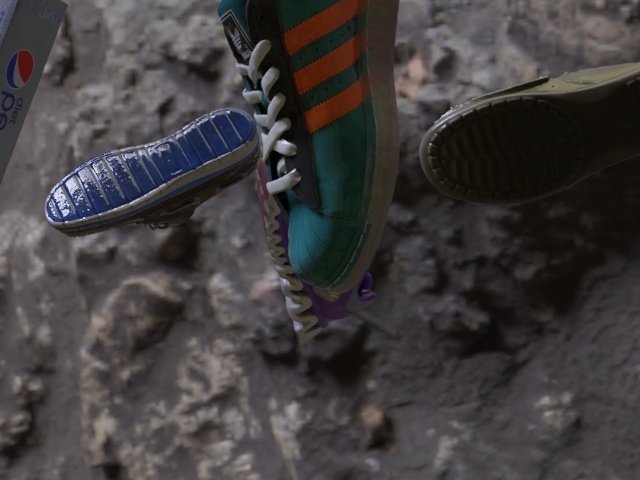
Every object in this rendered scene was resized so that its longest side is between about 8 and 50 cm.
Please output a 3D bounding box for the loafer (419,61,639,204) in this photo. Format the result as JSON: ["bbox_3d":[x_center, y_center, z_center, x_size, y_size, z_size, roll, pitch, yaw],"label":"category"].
[{"bbox_3d":[0.120,-0.056,0.632,0.050,0.148,0.056,-120,18,-78],"label":"loafer"}]

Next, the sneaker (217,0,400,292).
[{"bbox_3d":[-0.016,-0.117,0.860,0.108,0.121,0.302,167,107,-69],"label":"sneaker"}]

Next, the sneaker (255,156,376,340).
[{"bbox_3d":[0.000,0.000,1.278,0.095,0.105,0.236,-98,-6,-45],"label":"sneaker"}]

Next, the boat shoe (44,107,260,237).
[{"bbox_3d":[-0.131,-0.040,1.023,0.066,0.183,0.066,78,168,-53],"label":"boat shoe"}]

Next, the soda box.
[{"bbox_3d":[-0.396,-0.163,1.433,0.098,0.091,0.286,22,92,22],"label":"soda box"}]
